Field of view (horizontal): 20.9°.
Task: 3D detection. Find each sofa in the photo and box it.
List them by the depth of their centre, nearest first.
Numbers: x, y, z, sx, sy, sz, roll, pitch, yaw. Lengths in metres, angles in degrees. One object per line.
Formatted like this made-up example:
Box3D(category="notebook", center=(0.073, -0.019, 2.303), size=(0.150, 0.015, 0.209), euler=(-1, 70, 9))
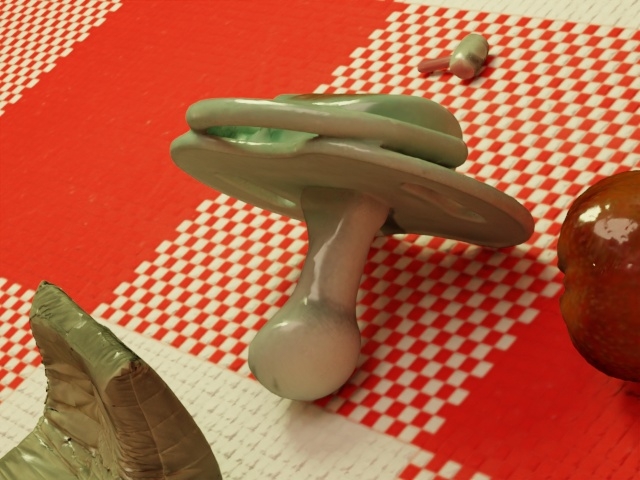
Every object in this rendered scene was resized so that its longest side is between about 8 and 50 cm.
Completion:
Box3D(category="sofa", center=(-0.223, 0.186, 1.419), size=(0.225, 0.176, 0.210), euler=(-39, 33, -11))

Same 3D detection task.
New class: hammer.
Box3D(category="hammer", center=(0.130, -0.182, 1.755), size=(0.083, 0.031, 0.052), euler=(-8, 35, 42))

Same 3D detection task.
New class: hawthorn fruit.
Box3D(category="hawthorn fruit", center=(0.275, 0.022, 1.261), size=(0.204, 0.162, 0.162), euler=(-5, 38, 11))

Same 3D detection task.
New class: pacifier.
Box3D(category="pacifier", center=(0.000, 0.000, 1.456), size=(0.343, 0.288, 0.269), euler=(0, 71, 46))
